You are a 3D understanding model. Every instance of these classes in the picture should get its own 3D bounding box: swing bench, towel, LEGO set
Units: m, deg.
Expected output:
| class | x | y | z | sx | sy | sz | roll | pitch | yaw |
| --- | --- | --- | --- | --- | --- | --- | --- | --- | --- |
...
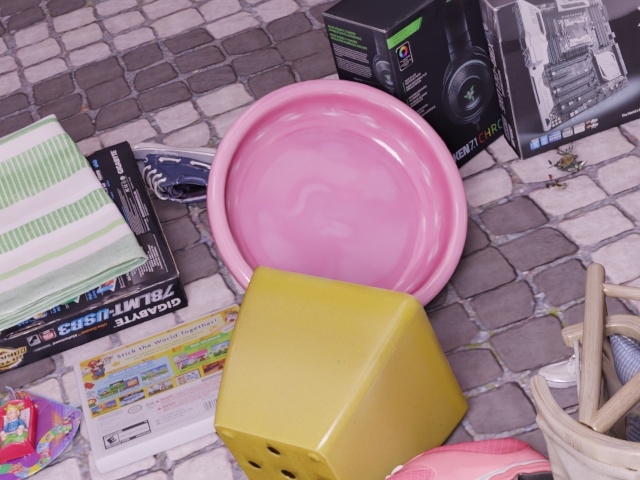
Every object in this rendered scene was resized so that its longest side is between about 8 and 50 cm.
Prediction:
| class | x | y | z | sx | sy | sz | roll | pitch | yaw |
| --- | --- | --- | --- | --- | --- | --- | --- | --- | --- |
| swing bench | 0.303 | 0.201 | 1.429 | 0.165 | 0.253 | 0.255 | 6 | 39 | 30 |
| towel | -0.407 | -0.028 | 2.045 | 0.247 | 0.038 | 0.325 | -26 | 48 | -13 |
| LEGO set | 0.331 | -0.096 | 2.048 | 0.054 | 0.023 | 0.083 | 20 | 61 | 43 |

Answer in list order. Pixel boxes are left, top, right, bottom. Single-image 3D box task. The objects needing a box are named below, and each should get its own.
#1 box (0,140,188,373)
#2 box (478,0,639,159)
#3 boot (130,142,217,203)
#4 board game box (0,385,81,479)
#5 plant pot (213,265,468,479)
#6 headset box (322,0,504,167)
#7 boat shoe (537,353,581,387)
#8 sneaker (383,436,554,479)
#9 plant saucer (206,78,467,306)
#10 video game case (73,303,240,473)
| class | x | y | z | sx | sy | sz | roll | pitch | yaw |
| --- | --- | --- | --- | --- | --- | --- | --- | --- | --- |
| box | -0.359 | 0.019 | 2.064 | 0.293 | 0.073 | 0.295 | -21 | 47 | -6 |
| box | 0.386 | -0.274 | 2.079 | 0.307 | 0.242 | 0.076 | -19 | 34 | -6 |
| boot | -0.235 | -0.096 | 2.227 | 0.190 | 0.069 | 0.086 | -2 | 34 | 16 |
| board game box | -0.378 | 0.229 | 1.845 | 0.168 | 0.033 | 0.133 | 12 | 47 | 41 |
| plant pot | 0.006 | 0.178 | 1.640 | 0.212 | 0.212 | 0.187 | 10 | 55 | 33 |
| headset box | 0.154 | -0.257 | 2.111 | 0.246 | 0.283 | 0.131 | -36 | 39 | -28 |
| boat shoe | 0.294 | 0.142 | 1.708 | 0.100 | 0.035 | 0.035 | -5 | 36 | 15 |
| sneaker | 0.099 | 0.282 | 1.549 | 0.313 | 0.116 | 0.136 | -14 | 23 | -9 |
| plant saucer | 0.017 | -0.037 | 1.903 | 0.332 | 0.084 | 0.332 | 4 | 71 | -12 |
| video game case | -0.182 | 0.178 | 1.859 | 0.227 | 0.026 | 0.206 | -20 | 35 | -5 |
